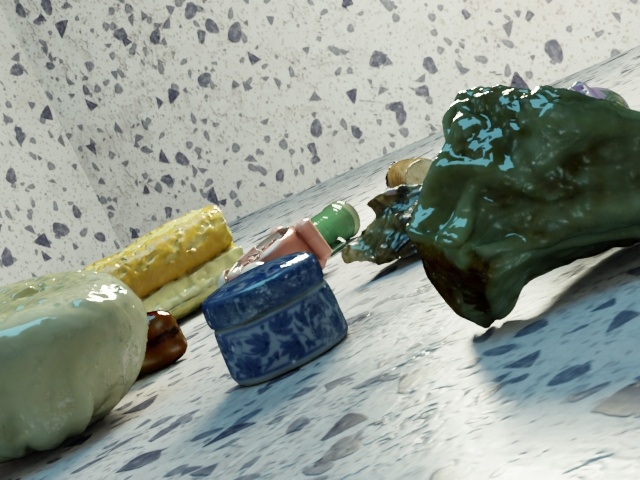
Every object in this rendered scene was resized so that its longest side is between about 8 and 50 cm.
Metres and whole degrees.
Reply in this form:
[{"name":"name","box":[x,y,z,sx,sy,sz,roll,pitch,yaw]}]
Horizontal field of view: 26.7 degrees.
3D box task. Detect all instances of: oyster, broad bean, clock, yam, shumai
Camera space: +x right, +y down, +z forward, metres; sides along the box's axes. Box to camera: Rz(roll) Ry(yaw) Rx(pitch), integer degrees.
[{"name":"oyster","box":[0.194,-0.060,1.895,0.361,0.096,0.221,-23,-1,5]},{"name":"broad bean","box":[-0.270,0.160,1.985,0.114,0.084,0.165,-9,-14,-42]},{"name":"clock","box":[-0.076,0.050,2.116,0.162,0.093,0.166,-38,10,-22]},{"name":"yam","box":[0.177,-0.116,2.516,0.084,0.084,0.127,-27,10,-11]},{"name":"shumai","box":[0.223,-0.018,1.234,0.260,0.222,0.225,9,-9,22]}]

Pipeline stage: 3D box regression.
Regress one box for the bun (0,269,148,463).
[{"name":"bun","box":[-0.392,0.176,1.771,0.359,0.211,0.360,-16,12,3]}]

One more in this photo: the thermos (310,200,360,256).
[{"name":"thermos","box":[-0.004,0.000,2.330,0.073,0.083,0.187,-49,-8,38]}]

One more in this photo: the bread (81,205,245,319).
[{"name":"bread","box":[-0.330,0.090,2.436,0.375,0.165,0.236,-30,4,-21]}]

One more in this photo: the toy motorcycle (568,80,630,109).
[{"name":"toy motorcycle","box":[0.268,-0.096,1.626,0.188,0.143,0.327,-33,-3,-10]}]

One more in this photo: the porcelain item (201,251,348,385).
[{"name":"porcelain item","box":[-0.054,0.085,1.539,0.147,0.114,0.147,-25,7,3]}]
